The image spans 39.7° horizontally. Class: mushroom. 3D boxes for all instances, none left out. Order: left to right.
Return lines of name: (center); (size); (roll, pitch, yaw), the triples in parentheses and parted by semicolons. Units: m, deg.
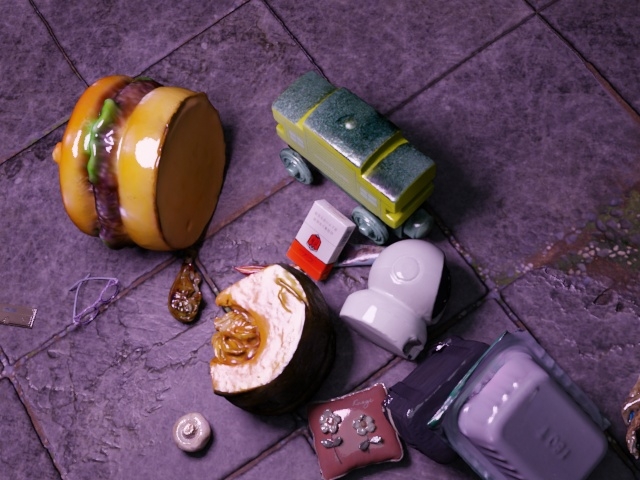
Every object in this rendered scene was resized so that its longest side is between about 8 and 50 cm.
mushroom: (-0.274, 0.406, 1.882); (0.083, 0.067, 0.084); (-5, 61, 9)

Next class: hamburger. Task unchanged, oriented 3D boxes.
hamburger: (-0.402, -0.166, 1.975); (0.277, 0.396, 0.396); (12, 72, 15)

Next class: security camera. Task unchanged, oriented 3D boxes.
security camera: (0.173, 0.107, 1.845); (0.194, 0.194, 0.236); (28, 75, 19)

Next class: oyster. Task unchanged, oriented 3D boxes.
oyster: (0.695, 0.320, 1.722); (0.214, 0.083, 0.223); (0, 63, 8)

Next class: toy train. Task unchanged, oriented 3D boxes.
toy train: (0.069, -0.180, 1.924); (0.442, 0.272, 0.179); (40, 72, 22)

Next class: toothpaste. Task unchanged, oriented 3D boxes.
toothpaste: (0.126, 0.034, 1.964); (0.216, 0.037, 0.062); (2, 66, 17)

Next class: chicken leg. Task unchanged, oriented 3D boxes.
chicken leg: (-0.300, 0.098, 2.009); (0.093, 0.070, 0.178); (-20, 51, 30)

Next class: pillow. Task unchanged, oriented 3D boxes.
pillow: (0.068, 0.390, 1.817); (0.179, 0.075, 0.172); (-17, 67, 3)

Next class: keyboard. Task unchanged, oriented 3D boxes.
keyboard: (-0.731, 0.174, 2.090); (0.129, 0.015, 0.049); (6, 66, 14)

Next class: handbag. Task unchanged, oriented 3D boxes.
handbag: (0.258, 0.313, 1.755); (0.254, 0.181, 0.181); (-44, 99, -9)

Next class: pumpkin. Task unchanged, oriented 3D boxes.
pumpkin: (-0.098, 0.210, 1.849); (0.256, 0.225, 0.304); (-2, 75, 15)

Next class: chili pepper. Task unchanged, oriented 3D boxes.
chili pepper: (-0.114, 0.073, 1.999); (0.178, 0.027, 0.045); (3, 66, 12)

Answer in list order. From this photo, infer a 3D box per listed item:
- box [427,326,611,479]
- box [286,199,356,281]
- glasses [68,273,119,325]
box: (0.400, 0.357, 1.651); (0.336, 0.106, 0.264); (45, 82, -17)
box: (0.000, 0.000, 1.955); (0.100, 0.048, 0.152); (41, 119, 24)
glasses: (-0.542, 0.117, 2.048); (0.103, 0.062, 0.140); (40, 80, 23)
